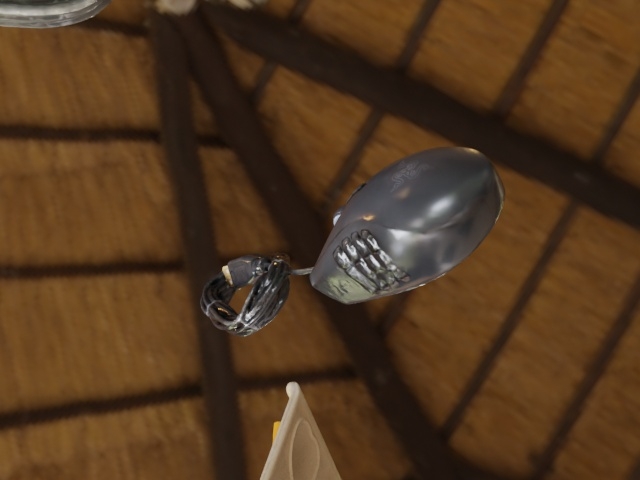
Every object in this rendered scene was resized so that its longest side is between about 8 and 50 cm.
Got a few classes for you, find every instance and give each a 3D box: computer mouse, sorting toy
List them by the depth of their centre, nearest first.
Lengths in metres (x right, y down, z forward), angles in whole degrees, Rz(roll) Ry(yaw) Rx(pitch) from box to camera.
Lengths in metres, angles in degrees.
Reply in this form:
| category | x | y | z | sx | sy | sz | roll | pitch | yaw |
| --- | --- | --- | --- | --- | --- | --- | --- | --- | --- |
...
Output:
| category | x | y | z | sx | sy | sz | roll | pitch | yaw |
| --- | --- | --- | --- | --- | --- | --- | --- | --- | --- |
| sorting toy | -0.003 | 0.090 | 0.472 | 0.062 | 0.012 | 0.083 | -74 | -29 | -46 |
| computer mouse | 0.000 | 0.000 | 0.748 | 0.041 | 0.242 | 0.071 | 42 | -120 | -17 |

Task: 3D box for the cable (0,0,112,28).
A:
| category | x | y | z | sx | sy | sz | roll | pitch | yaw |
| --- | --- | --- | --- | --- | --- | --- | --- | --- | --- |
| cable | -0.269 | -0.158 | 0.981 | 0.072 | 0.287 | 0.139 | 91 | -175 | -66 |
